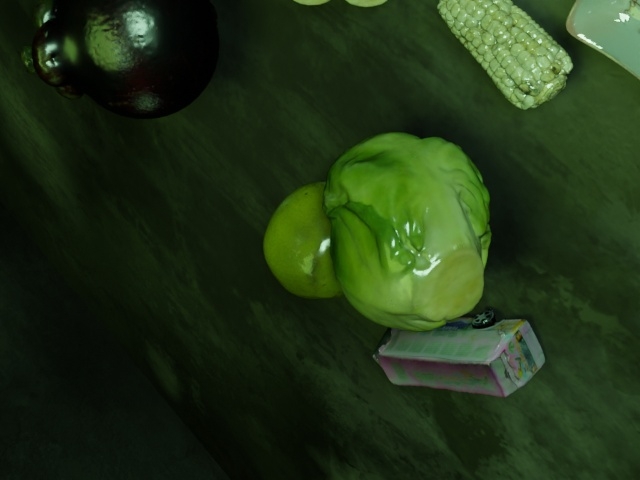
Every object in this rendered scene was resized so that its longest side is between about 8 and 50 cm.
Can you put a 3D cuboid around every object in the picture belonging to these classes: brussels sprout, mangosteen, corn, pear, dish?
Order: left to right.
[{"bbox_3d":[-0.323,-0.341,1.365,0.297,0.313,0.297,25,123,45],"label":"mangosteen"},{"bbox_3d":[-0.001,0.000,1.335,0.198,0.198,0.198,32,138,34],"label":"pear"},{"bbox_3d":[0.122,-0.011,1.149,0.294,0.227,0.259,-122,17,-49],"label":"brussels sprout"},{"bbox_3d":[0.205,-0.244,0.974,0.211,0.087,0.087,49,145,13],"label":"corn"},{"bbox_3d":[0.360,-0.211,0.796,0.212,0.077,0.151,46,153,18],"label":"dish"}]

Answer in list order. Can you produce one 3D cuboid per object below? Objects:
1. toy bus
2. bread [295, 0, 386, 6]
[{"bbox_3d":[0.204,0.172,1.280,0.274,0.112,0.090,-6,119,53],"label":"toy bus"},{"bbox_3d":[0.027,-0.361,1.009,0.182,0.251,0.039,96,172,-63],"label":"bread"}]
